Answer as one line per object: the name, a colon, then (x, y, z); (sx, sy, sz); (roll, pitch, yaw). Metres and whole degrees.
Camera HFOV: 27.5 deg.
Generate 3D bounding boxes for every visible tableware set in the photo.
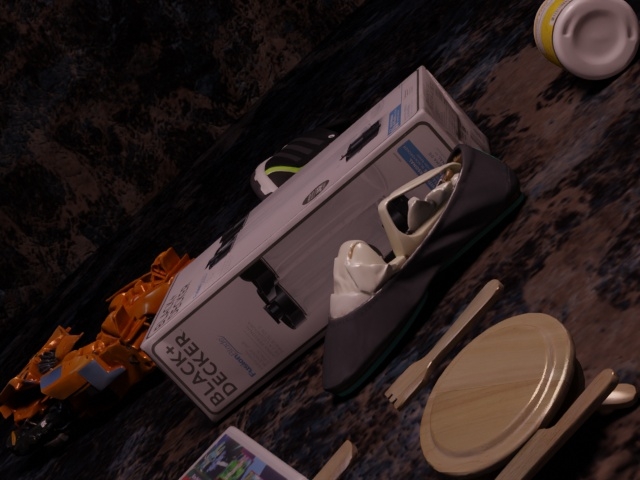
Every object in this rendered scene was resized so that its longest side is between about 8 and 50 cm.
tableware set: (0.052, 0.117, 0.593); (0.194, 0.039, 0.128); (-48, 23, 2)

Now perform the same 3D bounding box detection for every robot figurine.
robot figurine: (-0.241, 0.124, 1.399); (0.291, 0.085, 0.211); (-33, 15, 40)

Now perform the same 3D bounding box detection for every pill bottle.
pill bottle: (0.200, -0.162, 1.005); (0.065, 0.065, 0.116); (-41, 12, 8)

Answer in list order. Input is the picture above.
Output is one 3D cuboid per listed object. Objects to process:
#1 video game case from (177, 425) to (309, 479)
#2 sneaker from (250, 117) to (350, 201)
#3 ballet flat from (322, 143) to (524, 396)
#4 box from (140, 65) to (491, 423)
video game case: (-0.091, 0.200, 0.803); (0.183, 0.023, 0.201); (-46, 11, -10)
sneaker: (-0.004, -0.078, 1.332); (0.097, 0.084, 0.234); (-38, 13, 17)
ballet flat: (0.053, 0.011, 0.876); (0.203, 0.074, 0.074); (-47, 12, -17)
box: (0.000, 0.000, 1.041); (0.290, 0.087, 0.169); (-40, 12, 17)
